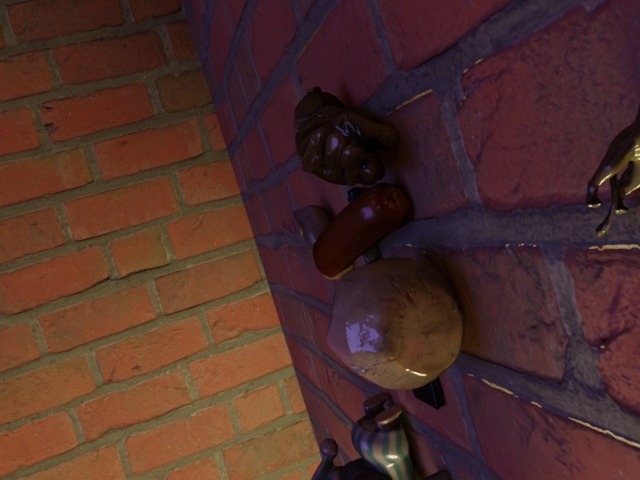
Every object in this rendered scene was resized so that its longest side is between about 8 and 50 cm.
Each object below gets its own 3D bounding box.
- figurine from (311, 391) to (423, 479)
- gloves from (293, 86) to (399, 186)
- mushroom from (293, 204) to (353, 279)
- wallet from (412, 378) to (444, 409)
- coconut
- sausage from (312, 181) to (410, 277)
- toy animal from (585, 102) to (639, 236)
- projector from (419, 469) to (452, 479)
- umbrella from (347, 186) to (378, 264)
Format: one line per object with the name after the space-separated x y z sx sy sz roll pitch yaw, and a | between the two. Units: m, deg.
0.071 0.635 1.443 0.266 0.377 0.362 -171 63 -74 | figurine
0.036 -0.178 1.069 0.331 0.154 0.141 -118 32 -54 | gloves
0.002 -0.010 1.502 0.247 0.096 0.108 59 135 32 | mushroom
0.194 0.226 1.199 0.124 0.025 0.244 170 81 -75 | wallet
0.120 0.138 0.987 0.230 0.227 0.227 0 107 69 | coconut
0.063 -0.012 1.148 0.097 0.094 0.348 65 148 12 | sausage
0.277 -0.078 0.477 0.086 0.069 0.220 -92 5 -45 | toy animal
0.254 0.568 1.264 0.083 0.082 0.083 104 145 -65 | projector
0.092 -0.025 1.238 0.046 0.050 0.188 -70 -32 -65 | umbrella
